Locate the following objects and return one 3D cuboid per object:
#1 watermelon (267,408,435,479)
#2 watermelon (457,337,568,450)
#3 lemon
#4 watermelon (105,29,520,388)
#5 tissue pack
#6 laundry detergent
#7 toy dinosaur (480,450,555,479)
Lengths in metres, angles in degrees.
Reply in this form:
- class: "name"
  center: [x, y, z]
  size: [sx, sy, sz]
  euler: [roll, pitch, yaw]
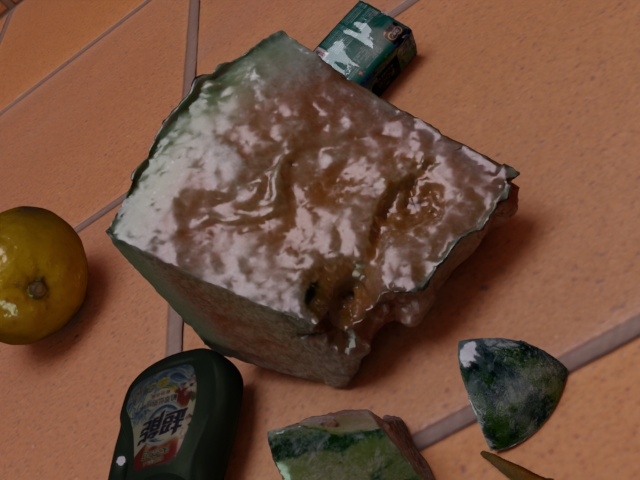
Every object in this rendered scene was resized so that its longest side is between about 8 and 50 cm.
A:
- class: "watermelon"
  center: [0.037, 0.180, 0.750]
  size: [0.098, 0.121, 0.158]
  euler: [-24, -10, 4]
- class: "watermelon"
  center: [0.130, 0.102, 0.725]
  size: [0.085, 0.085, 0.061]
  euler: [-49, -2, -8]
- class: "lemon"
  center: [-0.375, 0.042, 1.247]
  size: [0.170, 0.170, 0.207]
  euler: [-46, 25, -4]
- class: "watermelon"
  center: [-0.007, -0.007, 0.890]
  size: [0.302, 0.151, 0.264]
  euler: [32, 76, 19]
- class: "tissue pack"
  center: [0.047, -0.204, 1.156]
  size: [0.085, 0.079, 0.111]
  euler: [36, 80, 25]
- class: "laundry detergent"
  center: [-0.137, 0.209, 0.876]
  size: [0.144, 0.078, 0.222]
  euler: [-26, 38, 28]
- class: "toy dinosaur"
  center: [0.165, 0.167, 0.634]
  size: [0.126, 0.039, 0.162]
  euler: [-25, 26, 17]
